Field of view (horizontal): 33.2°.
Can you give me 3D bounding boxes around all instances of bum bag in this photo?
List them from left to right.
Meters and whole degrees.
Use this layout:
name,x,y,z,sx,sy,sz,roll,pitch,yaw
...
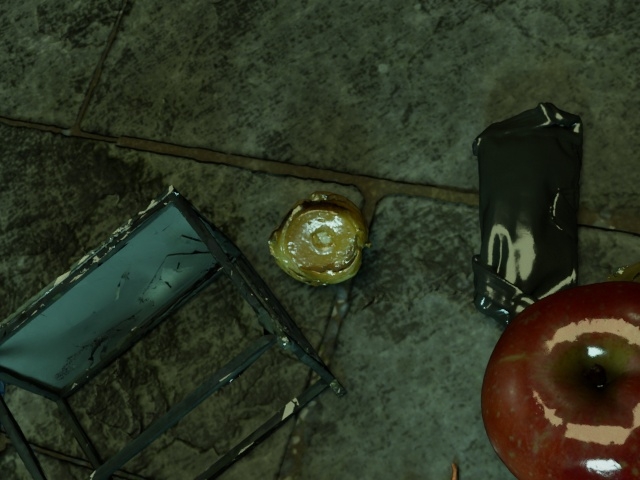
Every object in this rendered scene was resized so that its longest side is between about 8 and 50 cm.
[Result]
name,x,y,z,sx,sy,sz,roll,pitch,yaw
bum bag,0.255,-0.028,1.352,0.142,0.079,0.326,4,66,12

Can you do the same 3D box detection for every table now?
name,x,y,z,sx,sy,sz,roll,pitch,yaw
table,-0.202,0.166,1.338,0.335,0.222,0.272,-39,61,0

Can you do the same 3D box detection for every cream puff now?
name,x,y,z,sx,sy,sz,roll,pitch,yaw
cream puff,0.000,0.000,1.405,0.133,0.104,0.119,-27,95,14

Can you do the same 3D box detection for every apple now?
name,x,y,z,sx,sy,sz,roll,pitch,yaw
apple,0.310,0.171,1.170,0.260,0.216,0.260,-7,66,16

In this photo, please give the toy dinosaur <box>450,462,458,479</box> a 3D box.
name,x,y,z,sx,sy,sz,roll,pitch,yaw
toy dinosaur,0.094,0.382,1.244,0.101,0.055,0.279,34,79,4

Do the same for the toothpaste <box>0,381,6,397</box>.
name,x,y,z,sx,sy,sz,roll,pitch,yaw
toothpaste,-0.477,0.250,1.479,0.053,0.066,0.272,-6,67,15

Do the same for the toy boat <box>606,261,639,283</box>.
name,x,y,z,sx,sy,sz,roll,pitch,yaw
toy boat,0.419,0.035,1.289,0.149,0.049,0.047,-19,106,15
